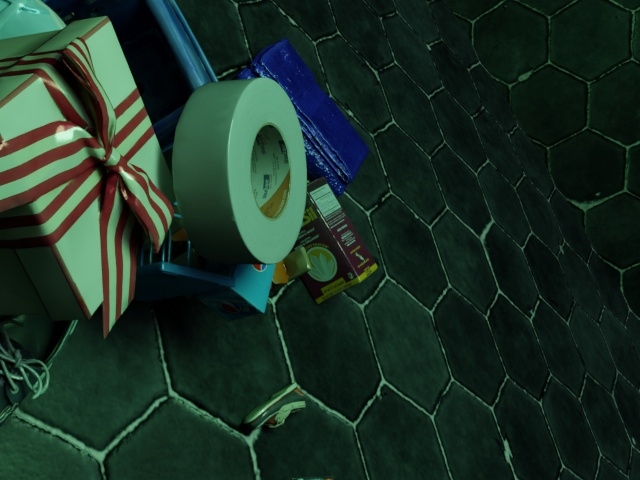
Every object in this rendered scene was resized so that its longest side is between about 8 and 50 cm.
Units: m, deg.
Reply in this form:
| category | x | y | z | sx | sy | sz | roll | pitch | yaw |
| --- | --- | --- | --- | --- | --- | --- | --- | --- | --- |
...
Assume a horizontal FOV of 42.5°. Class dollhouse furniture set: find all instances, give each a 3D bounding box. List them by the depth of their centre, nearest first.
| category | x | y | z | sx | sy | sz | roll | pitch | yaw |
| --- | --- | --- | --- | --- | --- | --- | --- | --- | --- |
| dollhouse furniture set | -0.139 | -0.043 | 1.234 | 0.262 | 0.135 | 0.259 | 0 | 65 | -55 |

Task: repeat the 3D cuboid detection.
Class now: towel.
| category | x | y | z | sx | sy | sz | roll | pitch | yaw |
| --- | --- | --- | --- | --- | --- | --- | --- | --- | --- |
| towel | -0.020 | -0.250 | 1.627 | 0.308 | 0.076 | 0.228 | 51 | 33 | -14 |

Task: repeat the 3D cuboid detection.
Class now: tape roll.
| category | x | y | z | sx | sy | sz | roll | pitch | yaw |
| --- | --- | --- | --- | --- | --- | --- | --- | --- | --- |
| tape roll | -0.089 | -0.081 | 0.979 | 0.219 | 0.072 | 0.219 | 0 | 90 | -68 |

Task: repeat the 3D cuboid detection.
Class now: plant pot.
| category | x | y | z | sx | sy | sz | roll | pitch | yaw |
| --- | --- | --- | --- | --- | --- | --- | --- | --- | --- |
| plant pot | -0.265 | -0.215 | 1.090 | 0.236 | 0.235 | 0.212 | 60 | 8 | 0 |

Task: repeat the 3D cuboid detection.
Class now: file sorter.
| category | x | y | z | sx | sy | sz | roll | pitch | yaw |
| --- | --- | --- | --- | --- | --- | --- | --- | --- | --- |
| file sorter | -0.207 | 0.010 | 1.040 | 0.118 | 0.170 | 0.105 | 17 | 69 | -48 |

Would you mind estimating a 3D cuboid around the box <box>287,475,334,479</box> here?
| category | x | y | z | sx | sy | sz | roll | pitch | yaw |
| --- | --- | --- | --- | --- | --- | --- | --- | --- | --- |
| box | -0.003 | 0.407 | 1.168 | 0.094 | 0.027 | 0.137 | 16 | 53 | -50 |

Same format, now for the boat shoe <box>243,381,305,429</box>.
| category | x | y | z | sx | sy | sz | roll | pitch | yaw |
| --- | --- | --- | --- | --- | --- | --- | --- | --- | --- |
| boat shoe | -0.063 | 0.248 | 1.196 | 0.043 | 0.049 | 0.137 | 64 | 27 | 2 |

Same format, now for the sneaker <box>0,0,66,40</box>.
| category | x | y | z | sx | sy | sz | roll | pitch | yaw |
| --- | --- | --- | --- | --- | --- | --- | --- | --- | --- |
| sneaker | -0.438 | -0.289 | 0.916 | 0.365 | 0.135 | 0.150 | 35 | -4 | 2 |

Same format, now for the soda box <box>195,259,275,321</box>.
| category | x | y | z | sx | sy | sz | roll | pitch | yaw |
| --- | --- | --- | --- | --- | --- | --- | --- | --- | --- |
| soda box | -0.102 | 0.000 | 1.129 | 0.071 | 0.067 | 0.210 | 42 | 45 | -37 |

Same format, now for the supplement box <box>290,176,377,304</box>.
| category | x | y | z | sx | sy | sz | roll | pitch | yaw |
| --- | --- | --- | --- | --- | --- | --- | --- | --- | --- |
| supplement box | 0.000 | 0.000 | 1.427 | 0.188 | 0.104 | 0.081 | 59 | 32 | -2 |

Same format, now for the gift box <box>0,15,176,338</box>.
| category | x | y | z | sx | sy | sz | roll | pitch | yaw |
| --- | --- | --- | --- | --- | --- | --- | --- | --- | --- |
| gift box | -0.305 | -0.052 | 0.834 | 0.276 | 0.258 | 0.255 | -71 | 150 | -47 |

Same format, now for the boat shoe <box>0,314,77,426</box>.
| category | x | y | z | sx | sy | sz | roll | pitch | yaw |
| --- | --- | --- | --- | --- | --- | --- | --- | --- | --- |
| boat shoe | -0.330 | 0.126 | 0.880 | 0.095 | 0.079 | 0.254 | 51 | 33 | -15 |
